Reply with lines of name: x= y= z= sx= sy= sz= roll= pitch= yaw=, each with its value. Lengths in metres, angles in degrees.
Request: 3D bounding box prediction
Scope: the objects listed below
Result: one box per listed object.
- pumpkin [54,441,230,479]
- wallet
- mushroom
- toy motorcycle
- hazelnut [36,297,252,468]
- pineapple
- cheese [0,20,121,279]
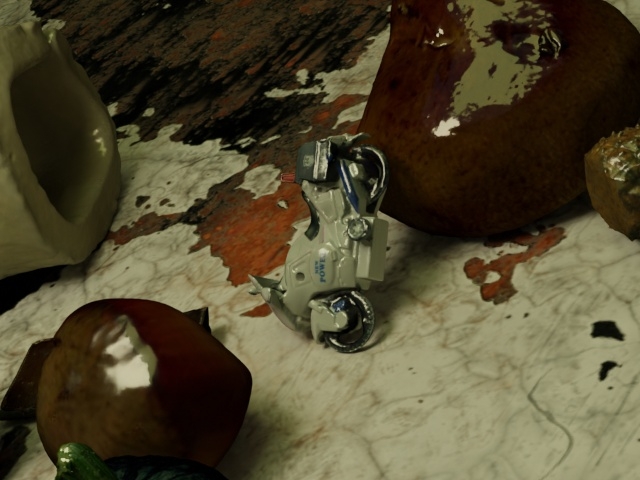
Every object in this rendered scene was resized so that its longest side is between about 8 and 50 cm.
pumpkin: x=-0.157 y=0.257 z=1.295 sx=0.248 sy=0.248 sz=0.248 roll=-17 pitch=30 yaw=10
wallet: x=-0.224 y=0.136 z=1.755 sx=0.232 sy=0.031 sz=0.122 roll=-11 pitch=36 yaw=24
mushroom: x=0.199 y=-0.153 z=1.788 sx=0.345 sy=0.259 sz=0.345 roll=-16 pitch=57 yaw=26
toy motorcycle: x=0.000 y=0.000 z=1.683 sx=0.150 sy=0.102 sz=0.221 roll=2 pitch=83 yaw=34
hazelnut: x=-0.157 y=0.150 z=1.556 sx=0.208 sy=0.208 sz=0.208 roll=-17 pitch=30 yaw=10
pineapple: x=0.387 y=-0.082 z=1.617 sx=0.251 sy=0.125 sz=0.125 roll=-19 pitch=29 yaw=-4
cheese: x=-0.370 y=-0.117 z=2.004 sx=0.153 sy=0.292 sz=0.332 roll=-14 pitch=23 yaw=16
